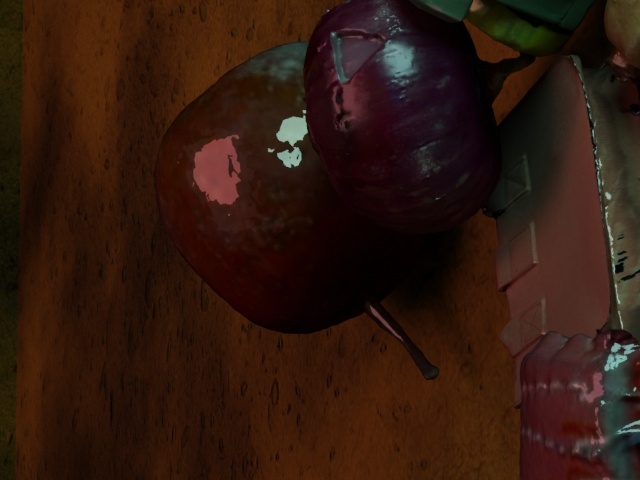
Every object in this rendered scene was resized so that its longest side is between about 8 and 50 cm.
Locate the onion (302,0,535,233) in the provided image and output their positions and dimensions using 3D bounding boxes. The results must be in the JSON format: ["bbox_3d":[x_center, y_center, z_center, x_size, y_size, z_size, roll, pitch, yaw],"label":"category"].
[{"bbox_3d":[0.061,-0.091,1.274,0.177,0.153,0.177,7,-90,-67],"label":"onion"}]

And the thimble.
[{"bbox_3d":[0.192,0.114,1.027,0.189,0.163,0.125,93,180,-87],"label":"thimble"}]

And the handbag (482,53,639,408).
[{"bbox_3d":[0.170,-0.005,1.254,0.157,0.059,0.212,131,140,-56],"label":"handbag"}]

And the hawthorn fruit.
[{"bbox_3d":[-0.025,-0.030,1.526,0.235,0.231,0.263,160,118,-79],"label":"hawthorn fruit"}]

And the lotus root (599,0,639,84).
[{"bbox_3d":[0.218,-0.153,1.154,0.073,0.062,0.150,53,141,27],"label":"lotus root"}]

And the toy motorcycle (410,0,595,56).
[{"bbox_3d":[0.105,-0.294,1.268,0.191,0.200,0.326,-59,30,29],"label":"toy motorcycle"}]
